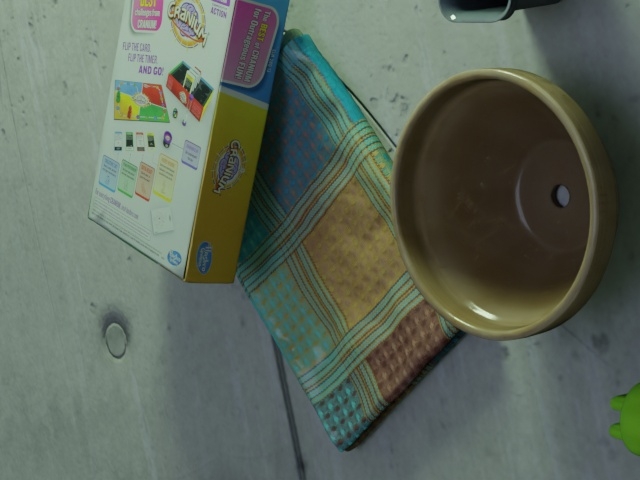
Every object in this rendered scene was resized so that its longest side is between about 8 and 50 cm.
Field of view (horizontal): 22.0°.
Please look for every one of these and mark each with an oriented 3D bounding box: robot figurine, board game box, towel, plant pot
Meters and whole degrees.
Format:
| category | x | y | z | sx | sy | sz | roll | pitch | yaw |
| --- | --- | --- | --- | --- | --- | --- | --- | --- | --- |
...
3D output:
| category | x | y | z | sx | sy | sz | roll | pitch | yaw |
| --- | --- | --- | --- | --- | --- | --- | --- | --- | --- |
| robot figurine | 0.299 | 0.154 | 1.383 | 0.115 | 0.067 | 0.101 | 7 | 96 | 47 |
| board game box | -0.148 | -0.139 | 1.778 | 0.242 | 0.064 | 0.316 | 30 | 112 | 52 |
| towel | 0.000 | 0.000 | 1.709 | 0.370 | 0.040 | 0.271 | 59 | 134 | 23 |
| plant pot | 0.180 | -0.036 | 1.451 | 0.237 | 0.110 | 0.237 | 10 | 104 | 46 |

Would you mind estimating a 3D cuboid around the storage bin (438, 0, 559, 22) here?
| category | x | y | z | sx | sy | sz | roll | pitch | yaw |
| --- | --- | --- | --- | --- | --- | --- | --- | --- | --- |
| storage bin | 0.160 | -0.260 | 1.450 | 0.098 | 0.091 | 0.135 | 8 | 101 | 47 |
